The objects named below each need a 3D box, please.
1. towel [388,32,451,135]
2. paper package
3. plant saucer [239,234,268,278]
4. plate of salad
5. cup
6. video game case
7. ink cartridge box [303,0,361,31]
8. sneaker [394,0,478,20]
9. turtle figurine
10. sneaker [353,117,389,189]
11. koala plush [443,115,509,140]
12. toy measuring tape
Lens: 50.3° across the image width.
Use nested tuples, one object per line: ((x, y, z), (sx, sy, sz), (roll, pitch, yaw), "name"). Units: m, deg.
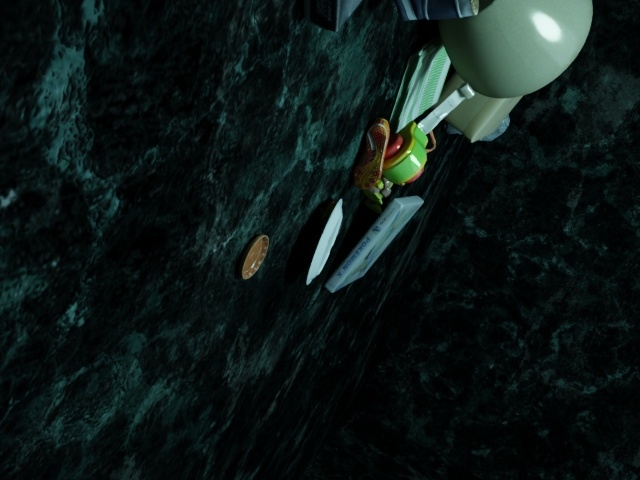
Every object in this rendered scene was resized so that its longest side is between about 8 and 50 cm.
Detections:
((0.261, -0.396, 1.701), (0.325, 0.038, 0.248), (-46, 159, -49), "towel")
((0.514, -0.473, 1.999), (0.325, 0.168, 0.309), (-55, 166, 28), "paper package")
((-0.116, 0.027, 1.175), (0.083, 0.013, 0.083), (-57, 165, -25), "plant saucer")
((0.000, 0.000, 1.468), (0.200, 0.048, 0.200), (22, 90, -85), "plate of salad")
((0.386, -0.509, 1.481), (0.237, 0.331, 0.331), (20, 97, -49), "cup")
((0.156, 0.003, 1.889), (0.300, 0.036, 0.329), (-52, 169, 15), "video game case")
((0.076, -0.476, 0.861), (0.307, 0.072, 0.303), (-55, 163, -23), "ink cartridge box")
((0.170, -0.502, 1.120), (0.099, 0.153, 0.282), (-20, 105, -66), "sneaker")
((0.195, -0.183, 1.738), (0.217, 0.087, 0.269), (-50, 176, -14), "turtle figurine")
((0.121, -0.190, 1.528), (0.067, 0.064, 0.175), (-60, 172, -55), "sneaker")
((0.545, -0.434, 2.364), (0.221, 0.203, 0.196), (-52, 166, -78), "koala plush")
((0.233, -0.229, 1.568), (0.330, 0.121, 0.121), (-40, 168, 10), "toy measuring tape")
